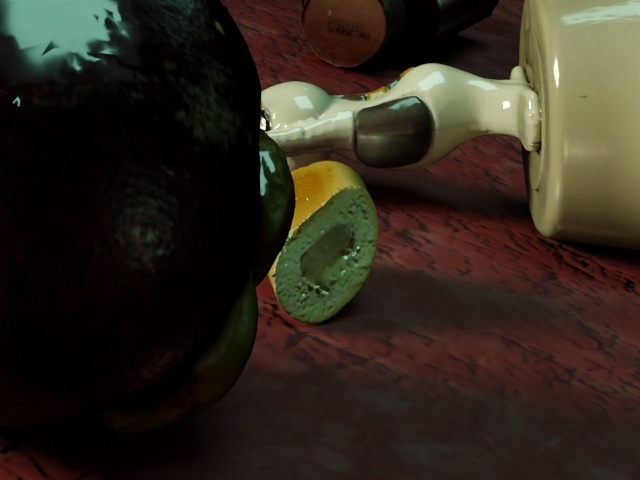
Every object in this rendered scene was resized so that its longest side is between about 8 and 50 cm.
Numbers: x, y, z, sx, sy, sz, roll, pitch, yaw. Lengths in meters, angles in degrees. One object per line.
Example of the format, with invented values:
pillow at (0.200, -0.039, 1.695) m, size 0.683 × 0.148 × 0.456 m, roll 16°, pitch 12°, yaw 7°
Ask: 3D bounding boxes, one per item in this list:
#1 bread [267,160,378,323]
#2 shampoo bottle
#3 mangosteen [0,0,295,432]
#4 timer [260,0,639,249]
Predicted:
bread at (0.001, 0.000, 0.815) m, size 0.062 × 0.049 × 0.103 m, roll -23°, pitch 24°, yaw -2°
shampoo bottle at (0.066, -0.210, 1.475) m, size 0.129 × 0.084 × 0.323 m, roll 16°, pitch 18°, yaw 15°
mangosteen at (-0.090, -0.015, 0.616) m, size 0.230 × 0.194 × 0.194 m, roll 34°, pitch 0°, yaw -42°
timer at (0.071, -0.075, 1.001) m, size 0.266 × 0.175 × 0.175 m, roll -3°, pitch 18°, yaw 1°
